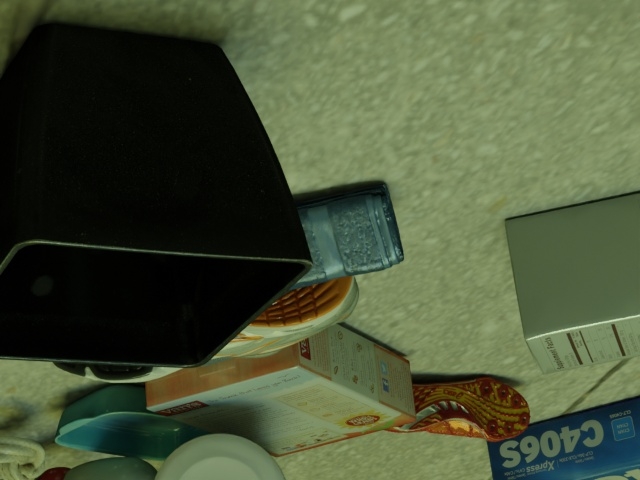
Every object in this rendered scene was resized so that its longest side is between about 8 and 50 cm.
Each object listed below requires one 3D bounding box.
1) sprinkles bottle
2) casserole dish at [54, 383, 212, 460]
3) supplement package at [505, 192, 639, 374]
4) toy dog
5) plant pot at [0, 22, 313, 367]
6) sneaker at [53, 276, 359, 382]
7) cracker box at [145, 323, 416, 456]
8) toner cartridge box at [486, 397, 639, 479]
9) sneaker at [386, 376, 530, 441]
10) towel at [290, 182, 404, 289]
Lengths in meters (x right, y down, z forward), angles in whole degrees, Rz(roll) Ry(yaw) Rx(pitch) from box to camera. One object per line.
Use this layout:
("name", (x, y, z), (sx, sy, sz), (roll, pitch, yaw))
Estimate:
("sprinkles bottle", (-0.090, 0.253, 1.867), (0.121, 0.121, 0.355), (-6, 170, -2))
("casserole dish", (-0.168, 0.174, 1.909), (0.188, 0.037, 0.114), (15, 149, -41))
("supplement package", (0.249, 0.030, 1.603), (0.179, 0.105, 0.105), (-11, 157, 11))
("toy dog", (-0.311, 0.307, 1.979), (0.220, 0.161, 0.334), (12, 159, -32))
("plant pot", (-0.135, -0.031, 1.260), (0.188, 0.167, 0.187), (4, 155, -26))
("sneaker", (-0.090, 0.067, 1.608), (0.262, 0.099, 0.121), (-11, 162, 11))
("cracker box", (-0.034, 0.129, 1.801), (0.156, 0.067, 0.232), (-16, 157, 24))
("toner cartridge box", (0.370, 0.221, 2.135), (0.348, 0.075, 0.165), (-18, 157, 23))
("sneaker", (0.126, 0.163, 1.965), (0.175, 0.064, 0.067), (9, 173, -22))
("towel", (0.000, 0.000, 1.515), (0.119, 0.067, 0.029), (-13, -158, 6))
